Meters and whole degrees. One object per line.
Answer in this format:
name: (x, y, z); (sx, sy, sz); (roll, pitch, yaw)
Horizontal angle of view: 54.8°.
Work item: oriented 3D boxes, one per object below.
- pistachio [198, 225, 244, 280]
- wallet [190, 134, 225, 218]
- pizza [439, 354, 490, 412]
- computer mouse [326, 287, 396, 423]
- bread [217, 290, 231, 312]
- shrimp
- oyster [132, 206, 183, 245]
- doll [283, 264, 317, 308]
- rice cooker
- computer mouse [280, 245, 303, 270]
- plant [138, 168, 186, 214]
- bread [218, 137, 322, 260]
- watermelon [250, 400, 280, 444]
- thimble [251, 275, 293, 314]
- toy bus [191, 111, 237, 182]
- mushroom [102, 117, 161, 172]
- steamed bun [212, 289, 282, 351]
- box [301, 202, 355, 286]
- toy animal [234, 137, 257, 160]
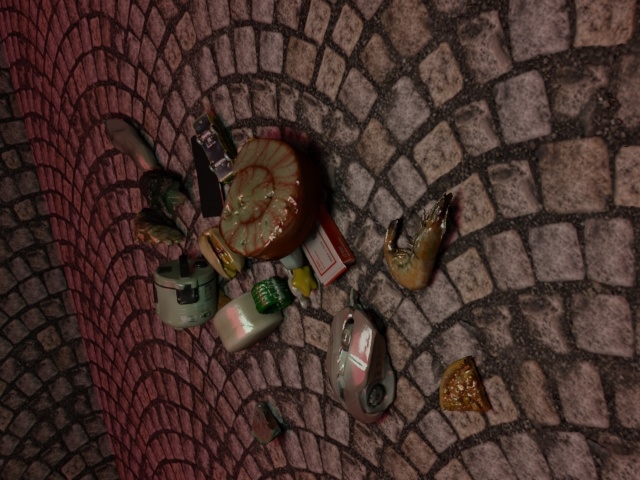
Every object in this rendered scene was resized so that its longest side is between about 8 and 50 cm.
pistachio: (-0.319, 0.038, 2.037); (0.200, 0.117, 0.145); (48, 173, 18)
wallet: (-0.379, -0.218, 2.080); (0.146, 0.030, 0.285); (0, 102, 53)
pizza: (0.331, 0.353, 1.428); (0.131, 0.041, 0.178); (49, 135, 25)
computer mouse: (0.091, 0.320, 1.646); (0.200, 0.115, 0.388); (8, 109, 45)
bread: (-0.324, 0.242, 2.182); (0.109, 0.080, 0.084); (-99, 19, -56)
shrimp: (0.218, -0.016, 1.430); (0.169, 0.058, 0.295); (46, 137, 34)
oyster: (-0.648, -0.052, 2.378); (0.341, 0.167, 0.110); (40, 141, 56)
doll: (-0.063, 0.135, 1.804); (0.113, 0.072, 0.135); (3, 109, 57)
rice cooker: (-0.476, 0.174, 2.176); (0.226, 0.226, 0.243); (23, 118, 44)
computer mouse: (-0.114, 0.001, 1.787); (0.231, 0.079, 0.127); (48, 171, 47)
plant: (-0.565, -0.183, 2.229); (0.203, 0.131, 0.142); (44, 132, 44)
bread: (-0.137, -0.107, 1.666); (0.295, 0.114, 0.327); (16, 87, 42)
watermelon: (-0.183, 0.617, 2.111); (0.187, 0.071, 0.139); (-17, 82, 59)
thimble: (-0.147, 0.165, 1.861); (0.090, 0.118, 0.130); (65, 159, 16)
toy bus: (-0.326, -0.290, 1.941); (0.081, 0.074, 0.226); (-35, 74, 19)
mushroom: (-0.728, -0.364, 2.391); (0.351, 0.097, 0.109); (43, 133, 29)
steamed bun: (-0.246, 0.265, 1.981); (0.146, 0.164, 0.242); (60, 139, 13)
box: (0.000, 0.000, 1.689); (0.123, 0.050, 0.229); (-46, 67, 48)
toy animal: (-0.216, -0.257, 1.831); (0.114, 0.082, 0.091); (-5, 97, 51)
